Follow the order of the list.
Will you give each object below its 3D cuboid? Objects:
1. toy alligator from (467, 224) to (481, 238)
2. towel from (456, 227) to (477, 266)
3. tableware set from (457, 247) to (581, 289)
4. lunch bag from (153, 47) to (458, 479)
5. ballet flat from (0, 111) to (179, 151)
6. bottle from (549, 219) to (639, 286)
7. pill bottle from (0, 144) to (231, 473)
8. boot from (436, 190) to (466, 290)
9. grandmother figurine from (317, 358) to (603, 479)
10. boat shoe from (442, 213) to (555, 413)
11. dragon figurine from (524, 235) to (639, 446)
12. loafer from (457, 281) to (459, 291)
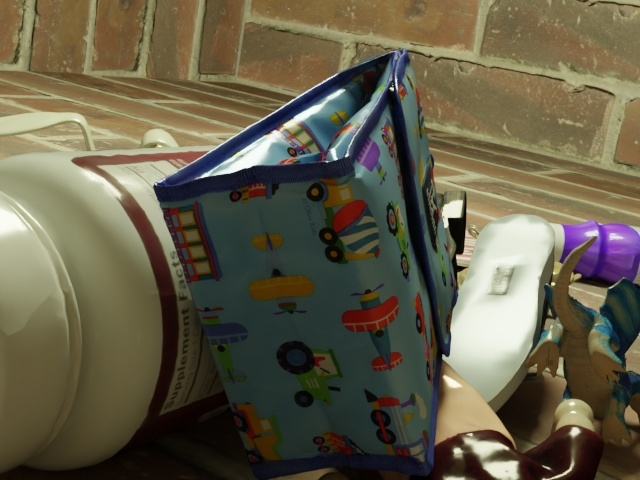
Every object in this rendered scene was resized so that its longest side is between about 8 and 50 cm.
[{"bbox_3d":[0.276,0.034,1.515,0.190,0.056,0.051,29,65,37],"label":"toy alligator"},{"bbox_3d":[0.212,0.014,1.631,0.144,0.029,0.197,5,16,-16],"label":"towel"},{"bbox_3d":[0.266,0.048,1.428,0.141,0.020,0.169,-30,40,-34],"label":"tableware set"},{"bbox_3d":[0.030,-0.001,0.770,0.138,0.221,0.293,-7,22,24],"label":"lunch bag"},{"bbox_3d":[-0.272,-0.055,1.222,0.483,0.182,0.164,7,12,-13],"label":"ballet flat"},{"bbox_3d":[0.483,0.024,1.627,0.283,0.092,0.118,7,12,-8],"label":"bottle"},{"bbox_3d":[-0.150,0.043,0.788,0.224,0.224,0.392,17,15,30],"label":"pill bottle"},{"bbox_3d":[0.061,0.013,1.304,0.229,0.091,0.263,4,36,12],"label":"boot"},{"bbox_3d":[0.105,0.166,0.733,0.208,0.104,0.342,-27,23,-5],"label":"grandmother figurine"},{"bbox_3d":[0.167,0.097,1.025,0.113,0.105,0.306,0,34,21],"label":"boat shoe"},{"bbox_3d":[0.246,0.086,0.945,0.085,0.289,0.144,-6,34,27],"label":"dragon figurine"},{"bbox_3d":[0.162,0.063,1.366,0.045,0.039,0.125,-23,9,5],"label":"loafer"}]
